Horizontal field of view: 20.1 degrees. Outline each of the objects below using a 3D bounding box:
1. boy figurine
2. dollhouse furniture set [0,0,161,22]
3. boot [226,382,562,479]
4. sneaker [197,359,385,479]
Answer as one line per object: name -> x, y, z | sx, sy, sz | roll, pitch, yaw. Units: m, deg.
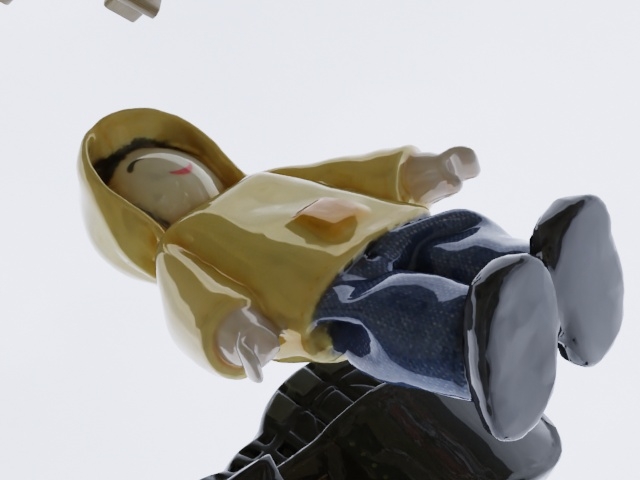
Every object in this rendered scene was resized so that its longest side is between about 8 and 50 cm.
boy figurine -> 0.000, 0.000, 0.829 | 0.285, 0.092, 0.177 | 19, -136, 40
dollhouse furniture set -> -0.139, -0.169, 1.081 | 0.101, 0.161, 0.182 | -33, -138, 44
boot -> 0.007, 0.201, 1.052 | 0.263, 0.229, 0.091 | -18, -128, -28
sneaker -> -0.015, 0.167, 1.205 | 0.267, 0.106, 0.101 | -36, -126, -28
